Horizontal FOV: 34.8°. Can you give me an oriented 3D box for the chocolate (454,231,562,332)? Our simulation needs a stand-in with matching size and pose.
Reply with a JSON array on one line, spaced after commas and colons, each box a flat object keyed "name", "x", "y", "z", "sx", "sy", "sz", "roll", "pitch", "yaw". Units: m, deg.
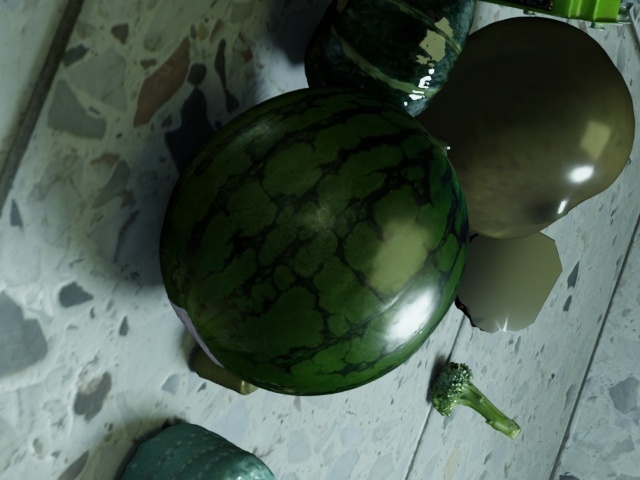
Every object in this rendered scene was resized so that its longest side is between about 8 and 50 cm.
[{"name": "chocolate", "x": 0.334, "y": 0.060, "z": 2.053, "sx": 0.224, "sy": 0.206, "sz": 0.177, "roll": -62, "pitch": -164, "yaw": 1}]

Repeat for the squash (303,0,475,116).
[{"name": "squash", "x": 0.087, "y": -0.262, "z": 1.280, "sx": 0.252, "sy": 0.165, "sz": 0.252, "roll": -59, "pitch": -167, "yaw": 22}]

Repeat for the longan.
[{"name": "longan", "x": 0.316, "y": -0.171, "z": 1.625, "sx": 0.361, "sy": 0.361, "sz": 0.361, "roll": -38, "pitch": 137, "yaw": -47}]

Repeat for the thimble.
[{"name": "thimble", "x": -0.154, "y": 0.352, "z": 1.302, "sx": 0.198, "sy": 0.143, "sz": 0.235, "roll": -55, "pitch": 149, "yaw": -28}]

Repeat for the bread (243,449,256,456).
[{"name": "bread", "x": -0.122, "y": 0.345, "z": 1.467, "sx": 0.083, "sy": 0.036, "sz": 0.047, "roll": -56, "pitch": 161, "yaw": -29}]

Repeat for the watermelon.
[{"name": "watermelon", "x": 0.000, "y": 0.000, "z": 1.162, "sx": 0.363, "sy": 0.363, "sz": 0.363, "roll": -38, "pitch": 137, "yaw": -47}]

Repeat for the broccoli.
[{"name": "broccoli", "x": 0.316, "y": 0.332, "z": 2.074, "sx": 0.118, "sy": 0.204, "sz": 0.122, "roll": 8, "pitch": 113, "yaw": -61}]

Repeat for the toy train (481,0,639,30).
[{"name": "toy train", "x": 0.372, "y": -0.438, "z": 1.632, "sx": 0.249, "sy": 0.307, "sz": 0.173, "roll": -12, "pitch": 118, "yaw": -49}]

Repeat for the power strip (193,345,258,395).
[{"name": "power strip", "x": -0.044, "y": 0.019, "z": 1.359, "sx": 0.387, "sy": 0.092, "sz": 0.066, "roll": -63, "pitch": 153, "yaw": -18}]
